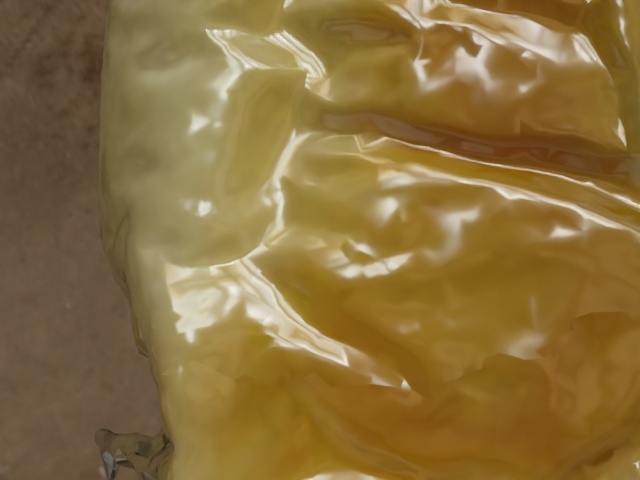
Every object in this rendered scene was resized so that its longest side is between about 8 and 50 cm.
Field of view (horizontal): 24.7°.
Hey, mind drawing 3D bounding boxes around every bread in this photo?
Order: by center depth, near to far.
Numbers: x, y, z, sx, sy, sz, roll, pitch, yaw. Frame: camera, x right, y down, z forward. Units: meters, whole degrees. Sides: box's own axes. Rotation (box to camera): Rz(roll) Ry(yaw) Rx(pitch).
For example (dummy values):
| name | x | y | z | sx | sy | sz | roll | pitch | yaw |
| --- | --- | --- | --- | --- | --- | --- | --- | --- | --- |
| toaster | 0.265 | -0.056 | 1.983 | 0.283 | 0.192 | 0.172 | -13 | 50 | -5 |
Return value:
| name | x | y | z | sx | sy | sz | roll | pitch | yaw |
| --- | --- | --- | --- | --- | --- | --- | --- | --- | --- |
| bread | 0.059 | -0.047 | 0.452 | 0.236 | 0.388 | 0.183 | 7 | 173 | 5 |
